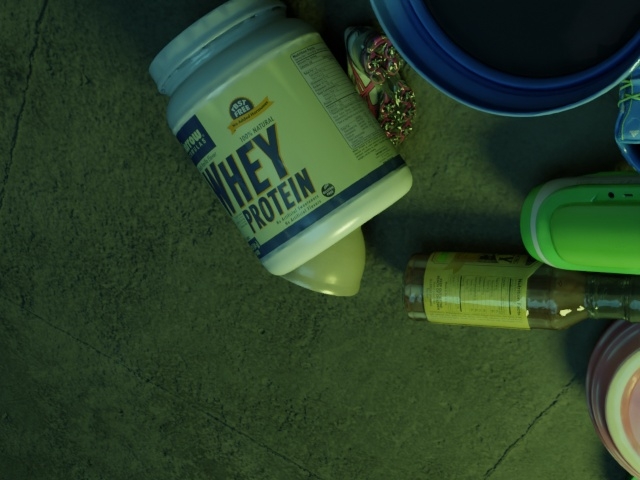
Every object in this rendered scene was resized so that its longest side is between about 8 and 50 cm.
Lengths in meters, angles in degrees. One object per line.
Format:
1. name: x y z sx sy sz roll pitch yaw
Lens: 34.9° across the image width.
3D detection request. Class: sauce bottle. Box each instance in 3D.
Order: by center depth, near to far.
1. sauce bottle: 0.295 0.075 1.472 0.344 0.111 0.111 3 126 22

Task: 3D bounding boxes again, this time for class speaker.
1. speaker: 0.402 -0.020 1.284 0.296 0.131 0.131 3 129 49

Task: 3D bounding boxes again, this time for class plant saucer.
1. plant saucer: 0.537 0.235 1.437 0.332 0.084 0.332 9 112 24

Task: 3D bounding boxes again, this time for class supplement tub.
1. supplement tub: -0.055 -0.144 1.354 0.235 0.235 0.325 -34 91 39

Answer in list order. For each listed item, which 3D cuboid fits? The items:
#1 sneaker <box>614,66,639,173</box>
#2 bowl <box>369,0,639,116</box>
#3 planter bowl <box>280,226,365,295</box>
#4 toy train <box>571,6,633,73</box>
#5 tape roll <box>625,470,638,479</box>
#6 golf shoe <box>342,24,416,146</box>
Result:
1. sneaker: 0.396 -0.185 1.212 0.091 0.126 0.240 0 125 25
2. bowl: 0.224 -0.336 1.144 0.391 0.077 0.391 17 121 31
3. planter bowl: 0.000 0.000 1.533 0.162 0.162 0.109 22 105 8
4. toy train: 0.306 -0.267 1.222 0.166 0.046 0.125 36 123 41
5. tape roll: 0.642 0.416 1.594 0.321 0.077 0.321 12 129 16
6. golf shoe: 0.079 -0.212 1.391 0.086 0.067 0.186 38 153 45
